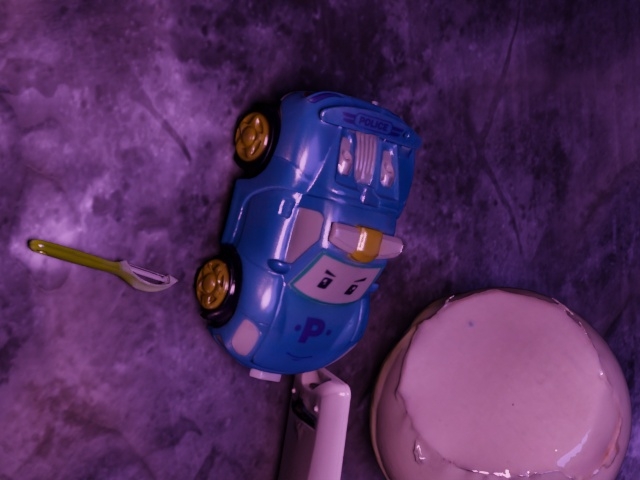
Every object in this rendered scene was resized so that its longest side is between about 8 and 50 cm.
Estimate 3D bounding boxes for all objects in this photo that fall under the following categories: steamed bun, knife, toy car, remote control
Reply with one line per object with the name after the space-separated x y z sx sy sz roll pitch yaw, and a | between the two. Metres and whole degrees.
0.208 0.215 1.736 0.309 0.309 0.309 -11 107 -40 | steamed bun
-0.210 0.026 1.473 0.184 0.022 0.026 20 60 -43 | knife
0.000 0.000 1.565 0.198 0.166 0.314 15 90 -39 | toy car
-0.026 0.292 1.637 0.055 0.109 0.313 2 102 -24 | remote control
